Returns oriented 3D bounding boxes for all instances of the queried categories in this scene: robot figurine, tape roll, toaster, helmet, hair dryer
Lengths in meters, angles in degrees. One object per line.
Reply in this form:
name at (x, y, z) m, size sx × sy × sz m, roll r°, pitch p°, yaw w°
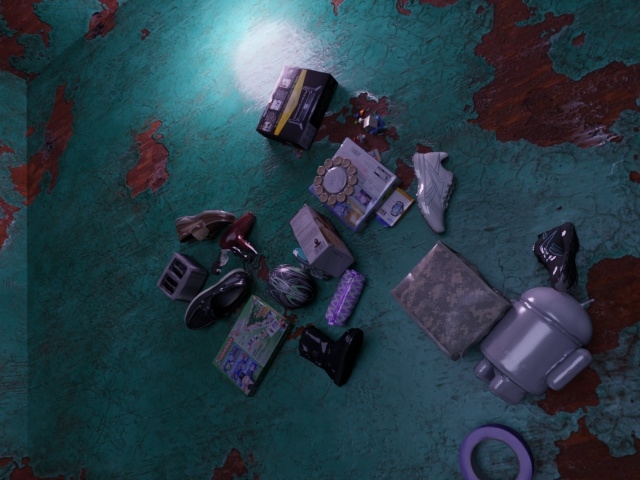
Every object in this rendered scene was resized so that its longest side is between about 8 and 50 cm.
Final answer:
robot figurine at (0.578, 0.272, 1.254) m, size 0.353 × 0.200 × 0.300 m, roll -53°, pitch 29°, yaw 7°
tape roll at (0.488, 0.612, 1.288) m, size 0.189 × 0.080 × 0.188 m, roll -8°, pitch 73°, yaw 26°
toaster at (-0.584, 0.165, 1.972) m, size 0.186 × 0.110 × 0.168 m, roll 33°, pitch 95°, yaw 31°
helmet at (-0.107, 0.168, 1.678) m, size 0.169 × 0.161 × 0.169 m, roll -8°, pitch 74°, yaw 27°
hair dryer at (-0.314, 0.014, 1.864) m, size 0.224 × 0.080 × 0.293 m, roll -7°, pitch 59°, yaw 25°

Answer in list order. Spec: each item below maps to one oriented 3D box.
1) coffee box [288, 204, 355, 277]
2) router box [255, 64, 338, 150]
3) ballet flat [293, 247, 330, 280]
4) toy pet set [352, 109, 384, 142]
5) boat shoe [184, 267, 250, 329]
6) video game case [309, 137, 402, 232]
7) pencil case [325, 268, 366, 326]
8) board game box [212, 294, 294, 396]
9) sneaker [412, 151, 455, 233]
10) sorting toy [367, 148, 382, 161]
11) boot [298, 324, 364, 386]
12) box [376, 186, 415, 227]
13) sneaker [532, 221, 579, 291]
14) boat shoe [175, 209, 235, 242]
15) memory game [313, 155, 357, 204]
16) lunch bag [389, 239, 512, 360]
coffee box at (0.000, 0.000, 1.637) m, size 0.098 × 0.141 × 0.246 m, roll -46°, pitch 41°, yaw 16°
router box at (-0.099, -0.547, 1.904) m, size 0.243 × 0.081 × 0.308 m, roll 24°, pitch 90°, yaw 31°
ballet flat at (-0.036, 0.093, 1.722) m, size 0.188 × 0.070 × 0.070 m, roll 31°, pitch 93°, yaw 35°
toy pet set at (0.183, -0.431, 1.748) m, size 0.114 × 0.065 × 0.122 m, roll -18°, pitch 61°, yaw 62°
boat shoe at (-0.404, 0.256, 1.832) m, size 0.340 × 0.127 × 0.113 m, roll -37°, pitch 36°, yaw 6°
video game case at (0.122, -0.202, 1.699) m, size 0.269 × 0.061 × 0.244 m, roll 46°, pitch 104°, yaw 30°
pencil case at (0.087, 0.196, 1.608) m, size 0.086 × 0.088 × 0.206 m, roll 22°, pitch 90°, yaw 8°
board game box at (-0.260, 0.398, 1.772) m, size 0.213 × 0.046 × 0.317 m, roll 33°, pitch 94°, yaw 32°
sneaker at (0.383, -0.168, 1.533) m, size 0.129 × 0.111 × 0.297 m, roll -10°, pitch 73°, yaw 20°
sorting toy at (0.195, -0.294, 1.718) m, size 0.062 × 0.012 × 0.083 m, roll -24°, pitch 67°, yaw 21°
boot at (0.024, 0.347, 1.562) m, size 0.207 × 0.094 × 0.246 m, roll 33°, pitch 126°, yaw 29°
box at (0.259, -0.110, 1.629) m, size 0.136 × 0.028 × 0.081 m, roll -51°, pitch 60°, yaw 11°
sneaker at (0.649, 0.053, 1.284) m, size 0.106 × 0.101 × 0.267 m, roll -12°, pitch 27°, yaw 37°
boat shoe at (-0.489, -0.053, 1.979) m, size 0.324 × 0.123 × 0.116 m, roll -11°, pitch 77°, yaw 35°
memory game at (0.055, -0.220, 1.701) m, size 0.186 × 0.012 × 0.186 m, roll -7°, pitch 77°, yaw 31°
lunch bag at (0.394, 0.183, 1.378) m, size 0.235 × 0.169 × 0.287 m, roll -49°, pitch 47°, yaw 14°
